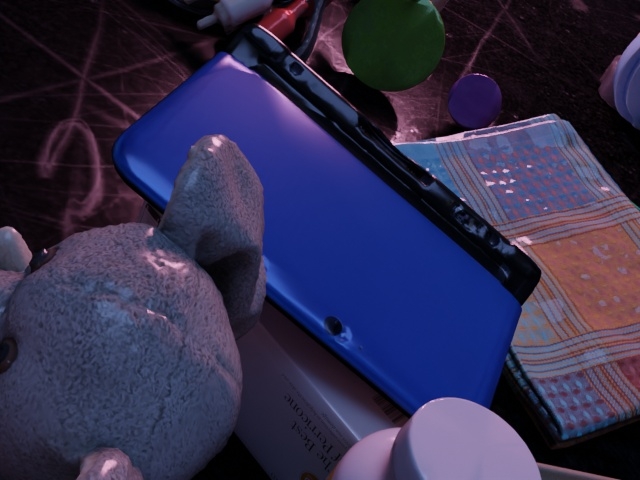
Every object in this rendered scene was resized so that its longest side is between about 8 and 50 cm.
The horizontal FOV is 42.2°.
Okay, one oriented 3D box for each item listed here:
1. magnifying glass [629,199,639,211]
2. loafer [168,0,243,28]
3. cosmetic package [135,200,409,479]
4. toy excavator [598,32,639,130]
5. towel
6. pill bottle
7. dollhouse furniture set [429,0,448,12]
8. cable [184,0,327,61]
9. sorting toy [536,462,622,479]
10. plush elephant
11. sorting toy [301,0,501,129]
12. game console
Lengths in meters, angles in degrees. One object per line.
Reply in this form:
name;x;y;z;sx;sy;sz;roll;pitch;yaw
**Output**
magnifying glass;0.396;-0.026;1.050;0.231;0.026;0.092;27;37;-2
loafer;-0.121;-0.301;0.986;0.170;0.061;0.062;10;42;-24
cosmetic package;-0.047;0.072;0.580;0.060;0.099;0.239;-22;60;-43
toy excavator;0.631;-0.129;1.180;0.433;0.222;0.445;24;44;-6
towel;0.239;0.013;0.838;0.272;0.040;0.370;-12;52;-23
pill bottle;0.039;0.168;0.453;0.103;0.184;0.103;18;39;-16
dollhouse furniture set;0.114;-0.417;1.101;0.212;0.161;0.242;38;4;15
cable;-0.006;-0.300;0.939;0.139;0.287;0.072;53;-1;5
sorting toy;0.213;0.248;0.591;0.348;0.047;0.196;16;39;-19
plush elephant;-0.146;0.078;0.374;0.330;0.255;0.271;21;38;-12
sorting toy;0.079;-0.264;1.073;0.365;0.127;0.126;38;8;6
game console;0.000;0.000;0.631;0.293;0.250;0.173;41;74;-5
